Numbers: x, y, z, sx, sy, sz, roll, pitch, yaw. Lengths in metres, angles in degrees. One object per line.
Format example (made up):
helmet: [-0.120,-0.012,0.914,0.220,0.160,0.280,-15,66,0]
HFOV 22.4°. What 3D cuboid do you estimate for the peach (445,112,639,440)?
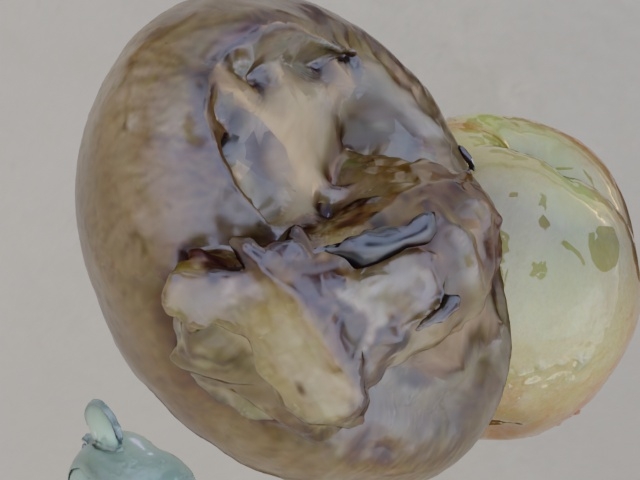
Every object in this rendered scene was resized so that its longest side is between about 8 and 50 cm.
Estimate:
peach: [0.104,0.035,1.066,0.232,0.232,0.232,3,78,-16]

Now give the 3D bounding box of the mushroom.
mushroom: [-0.011,0.005,0.789,0.195,0.283,0.263,-21,97,4]

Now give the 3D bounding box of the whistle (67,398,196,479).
whistle: [-0.088,0.201,1.051,0.077,0.114,0.235,-21,47,-34]
